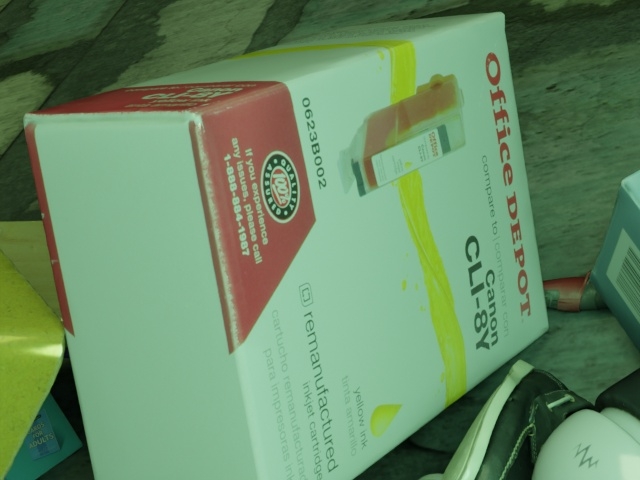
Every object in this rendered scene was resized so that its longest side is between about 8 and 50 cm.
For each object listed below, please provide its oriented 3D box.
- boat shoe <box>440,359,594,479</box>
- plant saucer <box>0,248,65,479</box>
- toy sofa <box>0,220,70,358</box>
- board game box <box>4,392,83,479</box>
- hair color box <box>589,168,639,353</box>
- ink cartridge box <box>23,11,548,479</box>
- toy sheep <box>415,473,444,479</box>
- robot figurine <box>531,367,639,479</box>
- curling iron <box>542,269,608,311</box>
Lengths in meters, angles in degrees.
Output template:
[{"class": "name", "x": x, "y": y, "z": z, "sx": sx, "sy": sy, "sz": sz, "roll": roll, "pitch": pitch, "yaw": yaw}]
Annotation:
[{"class": "boat shoe", "x": 0.136, "y": 0.139, "z": 0.904, "sx": 0.079, "sy": 0.084, "sz": 0.233, "roll": 32, "pitch": 17, "yaw": 14}, {"class": "plant saucer", "x": -0.349, "y": 0.134, "z": 1.016, "sx": 0.333, "sy": 0.081, "sz": 0.333, "roll": 37, "pitch": 102, "yaw": 50}, {"class": "toy sofa", "x": -0.184, "y": 0.058, "z": 1.215, "sx": 0.362, "sy": 0.177, "sz": 0.150, "roll": -1, "pitch": 47, "yaw": 11}, {"class": "board game box", "x": -0.413, "y": 0.182, "z": 1.318, "sx": 0.254, "sy": 0.079, "sz": 0.336, "roll": -35, "pitch": 31, "yaw": -19}, {"class": "hair color box", "x": 0.388, "y": -0.052, "z": 0.969, "sx": 0.374, "sy": 0.185, "sz": 0.114, "roll": -28, "pitch": 69, "yaw": -8}, {"class": "ink cartridge box", "x": 0.000, "y": 0.000, "z": 0.989, "sx": 0.160, "sy": 0.279, "sz": 0.384, "roll": 0, "pitch": 17, "yaw": 37}, {"class": "toy sheep", "x": 0.080, "y": 0.203, "z": 0.919, "sx": 0.091, "sy": 0.091, "sz": 0.132, "roll": -1, "pitch": 23, "yaw": 35}, {"class": "robot figurine", "x": 0.261, "y": 0.136, "z": 0.807, "sx": 0.278, "sy": 0.209, "sz": 0.173, "roll": -30, "pitch": 72, "yaw": -10}, {"class": "curling iron", "x": 0.221, "y": 0.034, "z": 1.133, "sx": 0.274, "sy": 0.035, "sz": 0.068, "roll": -1, "pitch": 37, "yaw": 36}]
